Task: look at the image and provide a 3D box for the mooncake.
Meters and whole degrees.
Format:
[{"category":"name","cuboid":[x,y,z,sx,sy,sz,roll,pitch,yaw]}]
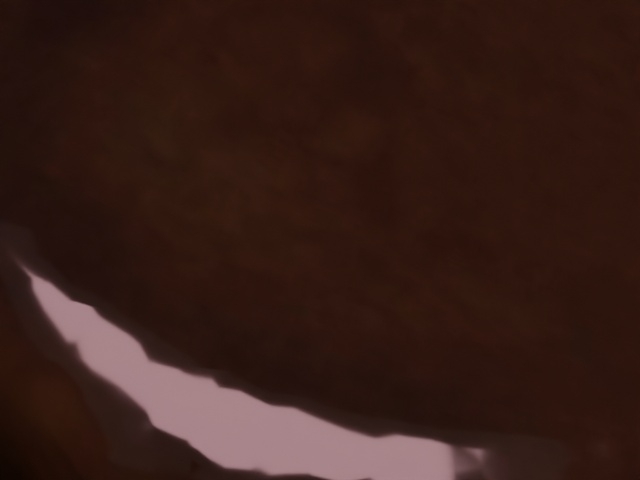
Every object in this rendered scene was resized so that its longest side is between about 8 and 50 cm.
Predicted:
[{"category":"mooncake","cuboid":[-0.001,-0.001,0.542,0.324,0.187,0.324,9,54,-13]}]
